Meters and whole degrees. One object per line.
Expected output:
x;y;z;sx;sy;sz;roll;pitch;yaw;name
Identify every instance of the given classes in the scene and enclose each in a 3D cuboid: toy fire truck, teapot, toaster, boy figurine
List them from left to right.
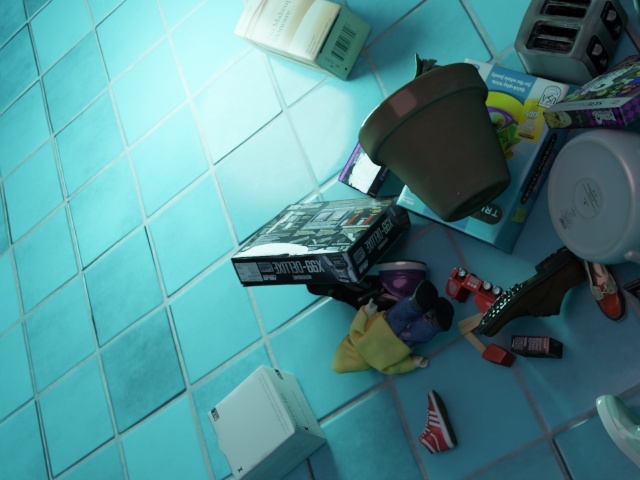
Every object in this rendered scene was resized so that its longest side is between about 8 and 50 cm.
0.136;0.196;1.947;0.285;0.177;0.092;-39;12;39;boy figurine
0.307;0.145;1.884;0.192;0.047;0.135;28;92;40;toy fire truck
0.475;-0.398;1.894;0.186;0.110;0.168;17;76;36;toaster
0.537;-0.076;1.711;0.252;0.187;0.256;26;117;59;teapot

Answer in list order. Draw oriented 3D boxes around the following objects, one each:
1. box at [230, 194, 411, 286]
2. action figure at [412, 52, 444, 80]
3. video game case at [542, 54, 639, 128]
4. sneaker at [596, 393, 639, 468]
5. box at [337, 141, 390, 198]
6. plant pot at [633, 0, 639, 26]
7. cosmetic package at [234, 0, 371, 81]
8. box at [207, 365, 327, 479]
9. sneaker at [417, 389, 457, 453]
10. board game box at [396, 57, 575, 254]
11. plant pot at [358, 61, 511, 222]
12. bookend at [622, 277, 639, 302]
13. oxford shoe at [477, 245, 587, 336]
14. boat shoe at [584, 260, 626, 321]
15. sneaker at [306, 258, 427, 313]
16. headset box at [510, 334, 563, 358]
0.000;0.000;2.064;0.307;0.076;0.242;-4;28;36;box
0.208;-0.266;2.081;0.063;0.137;0.232;13;91;27;action figure
0.542;-0.268;1.728;0.232;0.041;0.210;-32;17;-18;video game case
0.574;0.317;1.585;0.151;0.094;0.256;-50;61;20;sneaker
0.103;-0.161;2.127;0.116;0.029;0.162;-61;25;3;box
0.706;-0.504;1.699;0.247;0.248;0.252;26;72;40;plant pot
-0.046;-0.501;2.338;0.296;0.129;0.153;26;91;41;cosmetic package
-0.115;0.394;2.071;0.182;0.119;0.181;-43;53;18;box
0.213;0.351;1.885;0.067;0.042;0.118;-29;60;22;sneaker
0.334;-0.174;1.960;0.254;0.079;0.336;25;90;41;board game box
0.238;-0.166;1.846;0.263;0.263;0.229;-37;73;21;plant pot
0.580;0.146;1.604;0.072;0.156;0.157;-29;59;26;bookend
0.389;0.113;1.789;0.227;0.083;0.096;-37;91;4;oxford shoe
0.507;0.080;1.758;0.049;0.043;0.137;-26;61;26;boat shoe
0.086;0.115;2.033;0.283;0.107;0.124;-8;75;36;sneaker
0.397;0.194;1.788;0.083;0.062;0.032;-3;73;38;headset box
